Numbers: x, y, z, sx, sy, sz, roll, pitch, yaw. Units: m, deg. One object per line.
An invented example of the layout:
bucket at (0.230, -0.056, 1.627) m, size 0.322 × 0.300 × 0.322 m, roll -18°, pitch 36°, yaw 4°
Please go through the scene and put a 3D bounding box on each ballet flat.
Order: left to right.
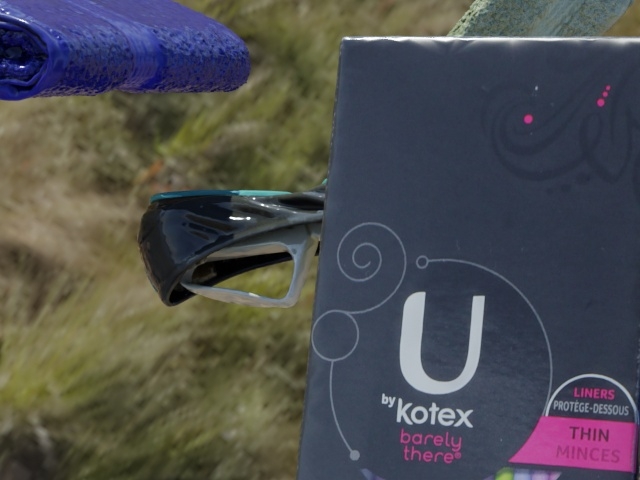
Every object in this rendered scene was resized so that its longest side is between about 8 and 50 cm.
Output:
ballet flat at (0.000, 0.000, 1.396) m, size 0.095 × 0.280 × 0.096 m, roll 36°, pitch 47°, yaw -61°

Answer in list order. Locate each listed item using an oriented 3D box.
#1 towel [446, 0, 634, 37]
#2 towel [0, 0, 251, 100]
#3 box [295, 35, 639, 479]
towel at (0.181, -0.183, 1.577) m, size 0.110 × 0.148 × 0.027 m, roll 36°, pitch 19°, yaw -27°
towel at (-0.209, -0.153, 1.394) m, size 0.227 × 0.076 × 0.308 m, roll 27°, pitch 15°, yaw 21°
box at (0.092, 0.045, 0.943) m, size 0.143 × 0.165 × 0.270 m, roll 32°, pitch 62°, yaw -68°
